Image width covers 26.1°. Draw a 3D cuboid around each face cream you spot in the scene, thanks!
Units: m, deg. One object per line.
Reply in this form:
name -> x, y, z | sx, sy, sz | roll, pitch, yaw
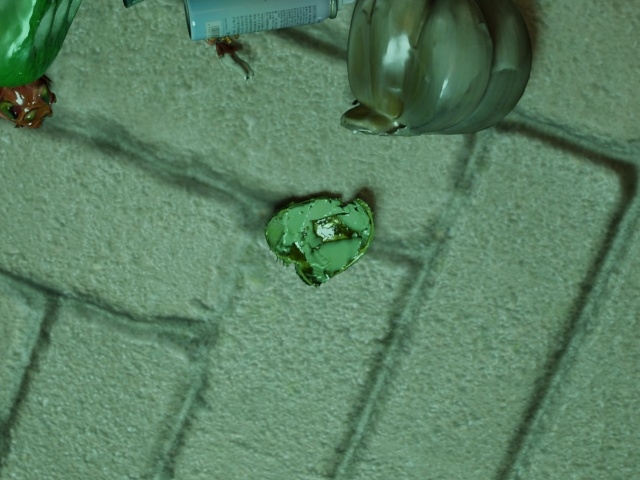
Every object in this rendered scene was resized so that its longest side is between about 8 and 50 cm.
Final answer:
face cream -> -0.067, -0.320, 1.859 | 0.229, 0.075, 0.075 | -9, 108, -9

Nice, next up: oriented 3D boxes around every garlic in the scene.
garlic -> 0.156, -0.255, 1.872 | 0.237, 0.210, 0.292 | 38, 114, 26

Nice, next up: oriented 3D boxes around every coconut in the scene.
coconut -> -0.001, -0.003, 1.985 | 0.158, 0.055, 0.133 | 5, 109, 2

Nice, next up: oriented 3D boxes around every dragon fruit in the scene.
dragon fruit -> -0.415, -0.201, 1.913 | 0.081, 0.116, 0.086 | 39, 90, 23

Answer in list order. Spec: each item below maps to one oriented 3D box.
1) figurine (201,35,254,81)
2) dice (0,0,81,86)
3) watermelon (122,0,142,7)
figurine -> -0.130, -0.266, 1.904 | 0.109, 0.064, 0.047 | 48, 120, 3
dice -> -0.452, -0.377, 1.758 | 0.300, 0.297, 0.287 | 16, 110, -3
watermelon -> -0.158, -0.449, 1.826 | 0.320, 0.213, 0.290 | -26, 69, 48
